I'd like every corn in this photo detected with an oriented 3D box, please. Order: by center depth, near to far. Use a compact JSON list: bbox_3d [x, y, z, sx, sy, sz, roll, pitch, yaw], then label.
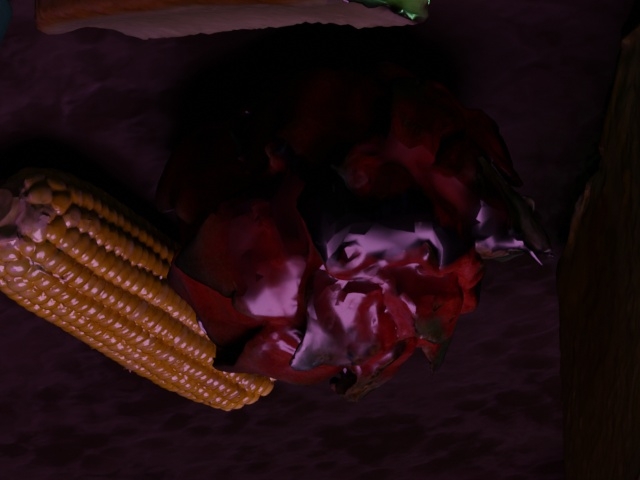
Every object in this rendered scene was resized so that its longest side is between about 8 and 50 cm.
[{"bbox_3d":[-0.108,0.033,0.821,0.081,0.081,0.248,-22,146,21],"label":"corn"}]

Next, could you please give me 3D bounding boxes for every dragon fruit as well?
[{"bbox_3d":[0.005,-0.005,0.707,0.182,0.182,0.189,22,119,-38],"label":"dragon fruit"}]

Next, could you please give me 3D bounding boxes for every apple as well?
[{"bbox_3d":[0.233,0.012,0.737,0.314,0.252,0.309,-32,156,-27],"label":"apple"}]

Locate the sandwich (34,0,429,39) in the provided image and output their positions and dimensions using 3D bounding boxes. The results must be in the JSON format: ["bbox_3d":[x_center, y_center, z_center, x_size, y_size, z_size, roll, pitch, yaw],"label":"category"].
[{"bbox_3d":[-0.030,-0.190,0.459,0.063,0.245,0.212,12,178,-35],"label":"sandwich"}]

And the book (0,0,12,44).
[{"bbox_3d":[-0.193,-0.042,0.515,0.025,0.269,0.191,5,151,13],"label":"book"}]
